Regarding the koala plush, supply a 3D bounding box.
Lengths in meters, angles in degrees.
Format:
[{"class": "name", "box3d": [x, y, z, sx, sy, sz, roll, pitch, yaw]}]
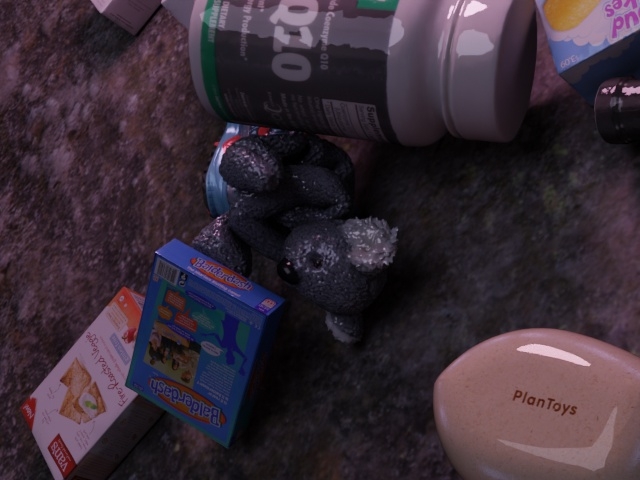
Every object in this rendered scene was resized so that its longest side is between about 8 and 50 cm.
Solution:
[{"class": "koala plush", "box3d": [0.000, 0.000, 1.553, 0.221, 0.203, 0.196, 47, 134, 32]}]

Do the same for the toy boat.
[{"class": "toy boat", "box3d": [0.206, 0.242, 1.299, 0.267, 0.148, 0.318, 18, 74, 38]}]

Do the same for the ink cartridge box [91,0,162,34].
[{"class": "ink cartridge box", "box3d": [-0.279, -0.436, 2.050, 0.190, 0.082, 0.139, -50, 47, 12]}]

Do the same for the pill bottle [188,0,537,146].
[{"class": "pill bottle", "box3d": [0.051, -0.216, 1.510, 0.361, 0.204, 0.204, 8, 74, 22]}]

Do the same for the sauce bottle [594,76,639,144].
[{"class": "sauce bottle", "box3d": [0.435, -0.135, 1.294, 0.344, 0.111, 0.111, 2, 71, 39]}]

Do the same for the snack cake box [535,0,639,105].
[{"class": "snack cake box", "box3d": [0.371, -0.279, 1.432, 0.264, 0.089, 0.152, -28, 53, 27]}]

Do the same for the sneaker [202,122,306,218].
[{"class": "sneaker", "box3d": [-0.059, -0.137, 1.735, 0.125, 0.104, 0.262, 10, 70, 15]}]

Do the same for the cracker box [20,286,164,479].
[{"class": "cracker box", "box3d": [-0.283, 0.199, 1.757, 0.232, 0.067, 0.156, -50, 47, 10]}]

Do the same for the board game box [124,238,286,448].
[{"class": "board game box", "box3d": [-0.141, 0.124, 1.578, 0.160, 0.047, 0.210, 29, 124, 16]}]

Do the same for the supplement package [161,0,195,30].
[{"class": "supplement package", "box3d": [-0.106, -0.357, 1.770, 0.134, 0.139, 0.244, -34, 27, 23]}]
